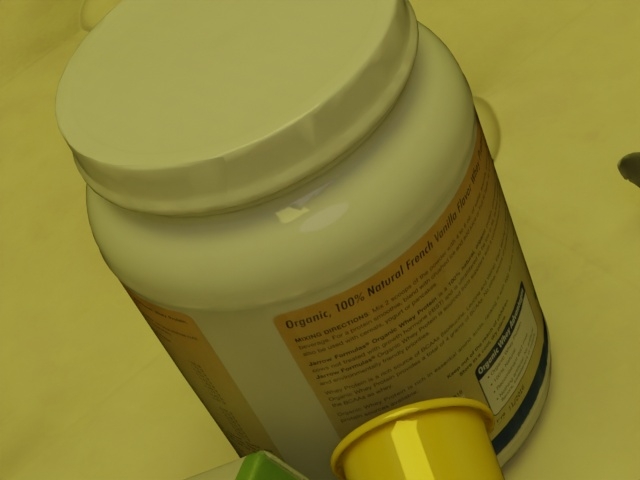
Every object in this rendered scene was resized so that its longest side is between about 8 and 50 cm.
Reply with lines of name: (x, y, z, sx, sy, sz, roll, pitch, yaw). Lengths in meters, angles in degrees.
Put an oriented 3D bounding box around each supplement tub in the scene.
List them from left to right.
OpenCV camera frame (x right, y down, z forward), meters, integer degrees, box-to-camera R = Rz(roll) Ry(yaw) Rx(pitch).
supplement tub: (0.000, 0.000, 0.717, 0.228, 0.316, 0.228, -14, 43, 13)

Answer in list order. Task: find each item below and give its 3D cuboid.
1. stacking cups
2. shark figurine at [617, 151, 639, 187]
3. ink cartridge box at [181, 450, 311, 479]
stacking cups: (0.094, 0.231, 0.565, 0.096, 0.096, 0.316, -23, 56, 4)
shark figurine: (0.341, -0.094, 0.800, 0.278, 0.116, 0.166, -8, 43, 17)
ink cartridge box: (-0.099, 0.246, 0.698, 0.255, 0.097, 0.189, -30, 28, 50)
